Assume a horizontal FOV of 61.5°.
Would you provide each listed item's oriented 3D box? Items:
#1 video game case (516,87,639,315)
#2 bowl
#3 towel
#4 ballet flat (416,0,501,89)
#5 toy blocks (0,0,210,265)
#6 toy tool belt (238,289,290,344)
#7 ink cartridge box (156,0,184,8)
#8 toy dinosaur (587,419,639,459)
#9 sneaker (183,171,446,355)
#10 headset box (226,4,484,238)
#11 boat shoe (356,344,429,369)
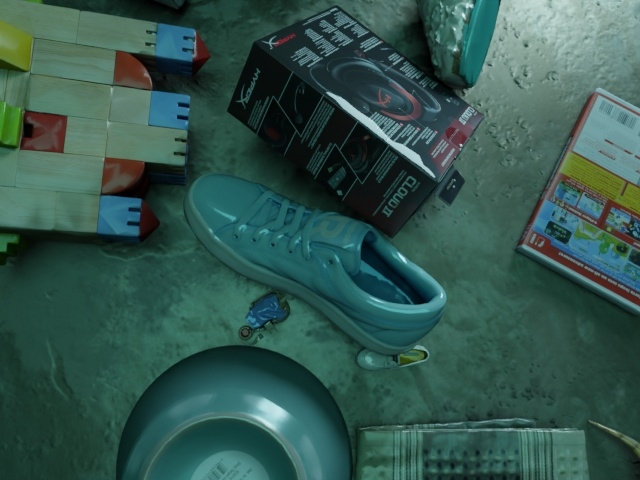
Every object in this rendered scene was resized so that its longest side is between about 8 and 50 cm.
[{"bbox_3d":[0.441,-0.061,0.798,0.204,0.025,0.285,29,79,2],"label":"video game case"},{"bbox_3d":[-0.109,0.283,0.638,0.311,0.163,0.311,0,80,-2],"label":"bowl"},{"bbox_3d":[0.200,0.398,0.699,0.312,0.056,0.324,1,82,0],"label":"towel"},{"bbox_3d":[0.218,-0.395,0.801,0.147,0.147,0.409,23,74,1],"label":"ballet flat"},{"bbox_3d":[-0.287,-0.142,0.710,0.261,0.191,0.381,5,79,-14],"label":"toy blocks"},{"bbox_3d":[-0.078,0.103,0.725,0.083,0.051,0.052,-39,84,-8],"label":"toy tool belt"},{"bbox_3d":[-0.267,-0.436,0.781,0.175,0.072,0.127,22,87,7],"label":"ink cartridge box"},{"bbox_3d":[0.457,0.331,0.712,0.112,0.064,0.211,-16,81,-5],"label":"toy dinosaur"},{"bbox_3d":[0.000,0.000,0.682,0.366,0.150,0.135,30,52,-3],"label":"sneaker"},{"bbox_3d":[0.066,-0.155,0.698,0.293,0.110,0.218,38,43,3],"label":"headset box"},{"bbox_3d":[0.099,0.159,0.734,0.100,0.035,0.035,-1,80,-4],"label":"boat shoe"}]
